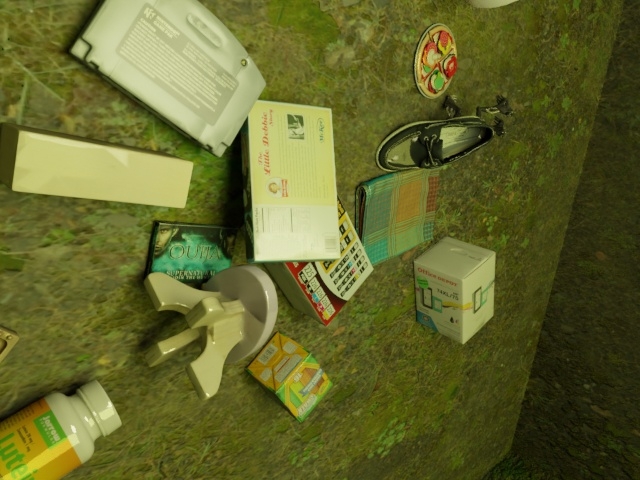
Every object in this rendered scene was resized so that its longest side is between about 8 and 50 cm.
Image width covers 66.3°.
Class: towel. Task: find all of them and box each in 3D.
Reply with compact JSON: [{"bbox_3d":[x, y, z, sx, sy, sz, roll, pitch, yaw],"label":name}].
[{"bbox_3d":[0.238,-0.079,1.466,0.370,0.040,0.272,-21,121,-39],"label":"towel"}]

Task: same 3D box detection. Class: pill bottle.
[{"bbox_3d":[-0.480,0.349,0.836,0.245,0.136,0.137,-30,126,-34],"label":"pill bottle"}]

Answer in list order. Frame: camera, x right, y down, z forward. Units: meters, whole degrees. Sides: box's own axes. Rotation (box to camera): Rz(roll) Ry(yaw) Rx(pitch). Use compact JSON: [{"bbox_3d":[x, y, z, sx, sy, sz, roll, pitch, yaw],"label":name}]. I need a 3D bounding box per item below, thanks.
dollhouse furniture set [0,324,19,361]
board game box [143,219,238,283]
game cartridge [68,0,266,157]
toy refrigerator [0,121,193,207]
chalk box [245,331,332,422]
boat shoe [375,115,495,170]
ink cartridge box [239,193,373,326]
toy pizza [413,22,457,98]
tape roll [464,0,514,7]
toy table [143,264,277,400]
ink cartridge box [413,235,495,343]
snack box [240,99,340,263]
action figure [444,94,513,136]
[{"bbox_3d":[-0.543,0.189,0.713,0.144,0.123,0.151,-56,137,-13],"label":"dollhouse furniture set"},{"bbox_3d":[-0.261,0.026,1.006,0.186,0.026,0.126,3,105,-46],"label":"board game box"},{"bbox_3d":[-0.241,-0.305,0.844,0.297,0.062,0.198,35,78,-40],"label":"game cartridge"},{"bbox_3d":[-0.356,-0.112,0.795,0.269,0.102,0.094,3,104,-47],"label":"toy refrigerator"},{"bbox_3d":[-0.069,0.365,1.267,0.132,0.132,0.213,-47,134,-20],"label":"chalk box"},{"bbox_3d":[0.322,-0.259,1.340,0.339,0.113,0.127,-13,115,-14],"label":"boat shoe"},{"bbox_3d":[0.000,0.000,1.187,0.272,0.130,0.310,-48,134,-21],"label":"ink cartridge box"},{"bbox_3d":[0.335,-0.506,1.388,0.201,0.032,0.202,-20,120,-39],"label":"toy pizza"},{"bbox_3d":[0.461,-0.741,1.235,0.100,0.286,0.287,27,87,-47],"label":"tape roll"},{"bbox_3d":[-0.218,0.164,0.944,0.160,0.252,0.274,-14,147,-49],"label":"toy table"},{"bbox_3d":[0.459,0.163,1.675,0.197,0.198,0.270,-31,126,-32],"label":"ink cartridge box"},{"bbox_3d":[-0.062,-0.117,0.998,0.186,0.060,0.323,0,83,-25],"label":"snack box"},{"bbox_3d":[0.430,-0.347,1.483,0.275,0.141,0.164,-16,130,-11],"label":"action figure"}]
